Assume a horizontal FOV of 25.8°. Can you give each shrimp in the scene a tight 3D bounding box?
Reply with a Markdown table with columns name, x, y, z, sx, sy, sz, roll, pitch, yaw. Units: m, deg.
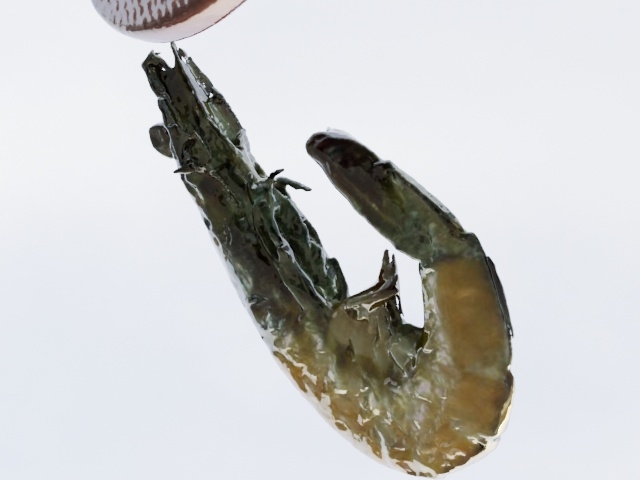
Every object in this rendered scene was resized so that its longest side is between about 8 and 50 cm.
| name | x | y | z | sx | sy | sz | roll | pitch | yaw |
| --- | --- | --- | --- | --- | --- | --- | --- | --- | --- |
| shrimp | 0.000 | 0.000 | 1.156 | 0.445 | 0.085 | 0.272 | 53 | -40 | 8 |

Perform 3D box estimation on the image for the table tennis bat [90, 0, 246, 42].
| name | x | y | z | sx | sy | sz | roll | pitch | yaw |
| --- | --- | --- | --- | --- | --- | --- | --- | --- | --- |
| table tennis bat | -0.033 | -0.297 | 0.863 | 0.414 | 0.051 | 0.268 | -45 | -134 | 32 |
